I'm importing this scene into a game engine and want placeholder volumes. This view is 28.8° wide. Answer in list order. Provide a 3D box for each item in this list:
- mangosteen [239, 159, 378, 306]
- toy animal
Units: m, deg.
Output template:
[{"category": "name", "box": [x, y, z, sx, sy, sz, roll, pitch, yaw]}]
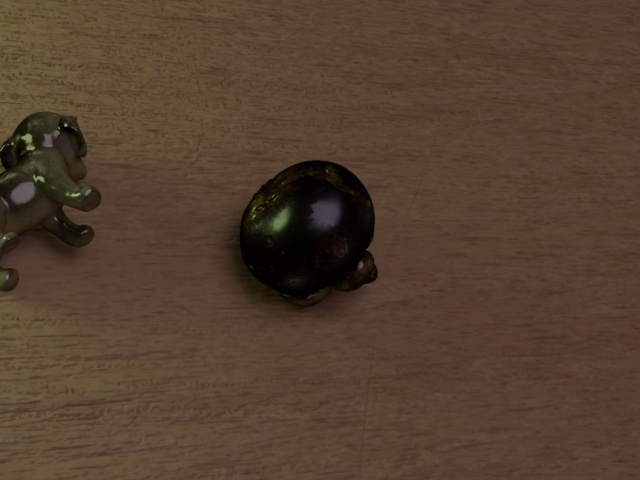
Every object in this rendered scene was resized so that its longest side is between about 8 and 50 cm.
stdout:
[{"category": "mangosteen", "box": [0.000, 0.000, 1.681, 0.217, 0.192, 0.192, 42, 49, -27]}, {"category": "toy animal", "box": [-0.362, -0.054, 1.557, 0.168, 0.121, 0.233, 36, 60, 16]}]
